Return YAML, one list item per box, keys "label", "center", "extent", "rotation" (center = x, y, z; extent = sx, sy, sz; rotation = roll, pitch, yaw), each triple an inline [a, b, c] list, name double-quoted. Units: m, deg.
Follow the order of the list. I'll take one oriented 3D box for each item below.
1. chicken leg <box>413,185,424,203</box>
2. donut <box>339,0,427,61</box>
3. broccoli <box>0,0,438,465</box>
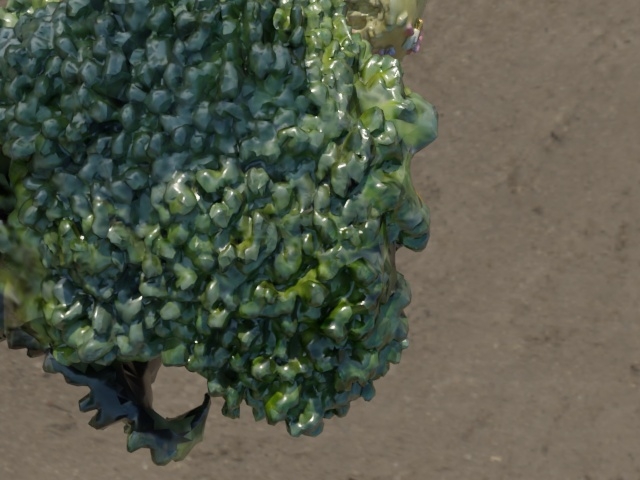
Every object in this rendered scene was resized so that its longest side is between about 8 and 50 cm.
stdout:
- label: "chicken leg"
  center: [0.000, 0.002, 0.945]
  extent: [0.085, 0.207, 0.101]
  rotation: [56, 19, -11]
- label: "donut"
  center: [-0.047, -0.298, 1.392]
  extent: [0.371, 0.307, 0.150]
  rotation: [4, 79, -5]
- label: "broccoli"
  center: [-0.090, -0.017, 0.701]
  extent: [0.334, 0.272, 0.324]
  rotation: [0, 74, -1]
